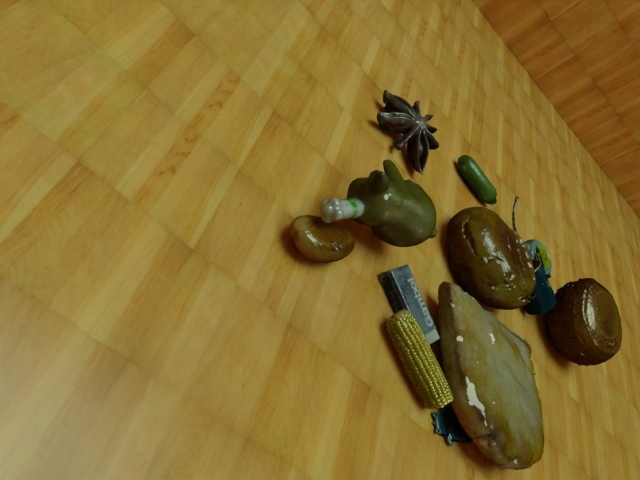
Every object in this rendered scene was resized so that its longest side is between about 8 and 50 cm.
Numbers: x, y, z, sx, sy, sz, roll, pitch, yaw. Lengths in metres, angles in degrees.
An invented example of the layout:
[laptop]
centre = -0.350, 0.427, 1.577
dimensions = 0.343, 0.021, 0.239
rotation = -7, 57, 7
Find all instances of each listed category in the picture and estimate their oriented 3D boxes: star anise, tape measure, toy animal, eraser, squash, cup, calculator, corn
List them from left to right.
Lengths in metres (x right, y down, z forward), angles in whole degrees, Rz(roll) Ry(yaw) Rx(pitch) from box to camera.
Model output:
[toy animal]
centre = 0.135, -0.096, 1.310
dimensions = 0.363, 0.181, 0.180
rotation = 24, 20, -44
[star anise]
centre = 0.271, -0.354, 1.725
dimensions = 0.257, 0.111, 0.198
rotation = 42, 57, -10
[eraser]
centre = 0.227, 0.168, 1.397
dimensions = 0.092, 0.046, 0.212
rotation = -14, 77, -50
[corn]
centre = 0.233, 0.285, 1.305
dimensions = 0.081, 0.081, 0.248
rotation = -20, 83, -51
[calculator]
centre = 0.323, 0.457, 1.345
dimensions = 0.141, 0.019, 0.094
rotation = 23, 51, -35
[squash]
centre = 0.569, -0.216, 1.980
dimensions = 0.219, 0.068, 0.077
rotation = 50, 8, -14
[tape measure]
centre = 0.767, -0.006, 2.045
dimensions = 0.164, 0.084, 0.330
rotation = -2, 71, -50
[cup]
centre = 0.729, 0.156, 1.892
dimensions = 0.155, 0.131, 0.176
rotation = 60, 23, -7

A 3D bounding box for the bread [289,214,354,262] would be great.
[bread]
centre = 0.000, 0.000, 1.236
dimensions = 0.189, 0.077, 0.114
rotation = 12, 40, -50

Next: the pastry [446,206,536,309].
[pastry]
centre = 0.536, 0.051, 1.711
dimensions = 0.356, 0.164, 0.355
rotation = 25, 49, -32

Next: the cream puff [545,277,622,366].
[cream puff]
centre = 0.915, 0.292, 1.933
dimensions = 0.303, 0.212, 0.302
rotation = 14, 66, -35

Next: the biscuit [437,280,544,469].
[biscuit]
centre = 0.465, 0.385, 1.473
dimensions = 0.429, 0.104, 0.445
rotation = 33, 44, -34
